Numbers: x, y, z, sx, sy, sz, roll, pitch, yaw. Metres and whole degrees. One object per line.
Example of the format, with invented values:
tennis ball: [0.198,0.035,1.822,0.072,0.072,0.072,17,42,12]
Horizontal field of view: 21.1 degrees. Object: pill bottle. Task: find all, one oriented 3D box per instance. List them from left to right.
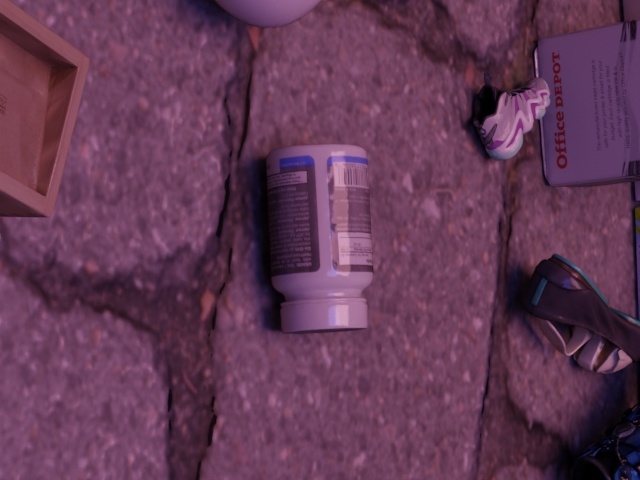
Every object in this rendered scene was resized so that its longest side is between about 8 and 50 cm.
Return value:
pill bottle: [0.000,0.000,1.292,0.078,0.078,0.137,3,83,-47]

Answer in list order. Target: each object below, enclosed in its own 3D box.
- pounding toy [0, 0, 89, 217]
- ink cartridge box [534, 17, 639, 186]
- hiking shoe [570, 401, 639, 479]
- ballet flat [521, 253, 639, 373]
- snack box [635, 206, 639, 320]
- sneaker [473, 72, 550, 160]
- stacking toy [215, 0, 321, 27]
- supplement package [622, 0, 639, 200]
pounding toy: [-0.232,-0.073,1.056,0.130,0.100,0.141,35,62,-55]
ink cartridge box: [0.297,-0.126,1.542,0.082,0.190,0.140,-1,86,-48]
hiking shoe: [0.296,0.197,1.526,0.132,0.113,0.304,28,78,-36]
ballet flat: [0.244,0.078,1.556,0.203,0.074,0.074,34,61,-46]
snack box: [0.388,0.072,1.700,0.174,0.070,0.207,7,80,-46]
sneaker: [0.164,-0.126,1.511,0.069,0.038,0.098,53,50,-29]
stacking toy: [-0.054,-0.384,1.187,0.350,0.350,0.480,-31,126,-44]
supplement package: [0.418,-0.173,1.668,0.145,0.204,0.262,3,82,-47]
